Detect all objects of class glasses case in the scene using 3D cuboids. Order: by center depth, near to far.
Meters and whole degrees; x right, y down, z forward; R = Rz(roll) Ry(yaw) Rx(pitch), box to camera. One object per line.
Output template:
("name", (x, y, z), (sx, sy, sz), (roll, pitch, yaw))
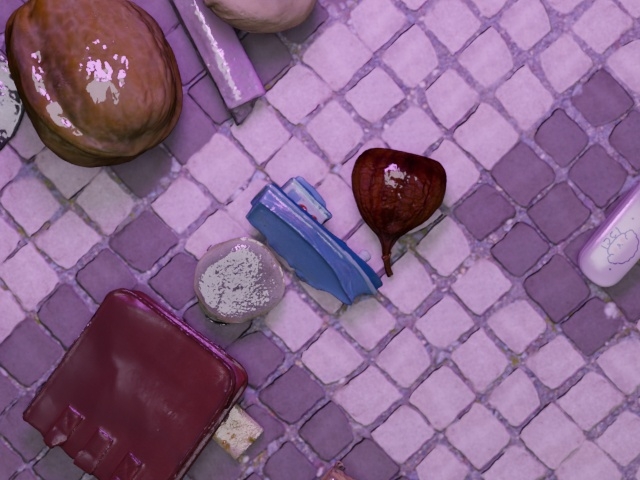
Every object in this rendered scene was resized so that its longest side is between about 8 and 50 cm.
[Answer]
("glasses case", (0.478, -0.015, 1.904), (0.076, 0.049, 0.197), (41, 91, -3))

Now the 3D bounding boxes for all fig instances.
("fig", (0.102, -0.042, 1.863), (0.146, 0.134, 0.201), (19, 101, 7))

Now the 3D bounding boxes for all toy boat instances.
("toy boat", (0.000, 0.000, 1.878), (0.238, 0.109, 0.098), (45, 57, -3))

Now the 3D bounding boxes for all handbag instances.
("handbag", (-0.280, 0.240, 1.864), (0.260, 0.084, 0.275), (34, 94, 9))

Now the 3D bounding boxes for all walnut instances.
("walnut", (-0.326, -0.244, 1.792), (0.283, 0.227, 0.282), (17, 57, -29))

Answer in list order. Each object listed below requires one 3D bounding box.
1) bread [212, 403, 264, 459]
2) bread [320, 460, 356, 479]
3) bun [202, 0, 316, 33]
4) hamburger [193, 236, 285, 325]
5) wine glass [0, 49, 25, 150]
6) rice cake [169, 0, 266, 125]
("bread", (-0.163, 0.269, 1.915), (0.154, 0.028, 0.068), (44, 89, -4))
("bread", (0.044, 0.505, 1.888), (0.239, 0.111, 0.246), (37, 89, -5))
("bun", (-0.113, -0.382, 1.814), (0.222, 0.222, 0.127), (40, 124, -3))
("hamburger", (-0.128, 0.062, 1.890), (0.140, 0.062, 0.133), (-27, 97, -2))
("wine glass", (-0.548, -0.208, 1.698), (0.267, 0.406, 0.267), (0, 93, 0))
("rice cake", (-0.191, -0.367, 1.869), (0.070, 0.064, 0.399), (-27, 93, -6))
